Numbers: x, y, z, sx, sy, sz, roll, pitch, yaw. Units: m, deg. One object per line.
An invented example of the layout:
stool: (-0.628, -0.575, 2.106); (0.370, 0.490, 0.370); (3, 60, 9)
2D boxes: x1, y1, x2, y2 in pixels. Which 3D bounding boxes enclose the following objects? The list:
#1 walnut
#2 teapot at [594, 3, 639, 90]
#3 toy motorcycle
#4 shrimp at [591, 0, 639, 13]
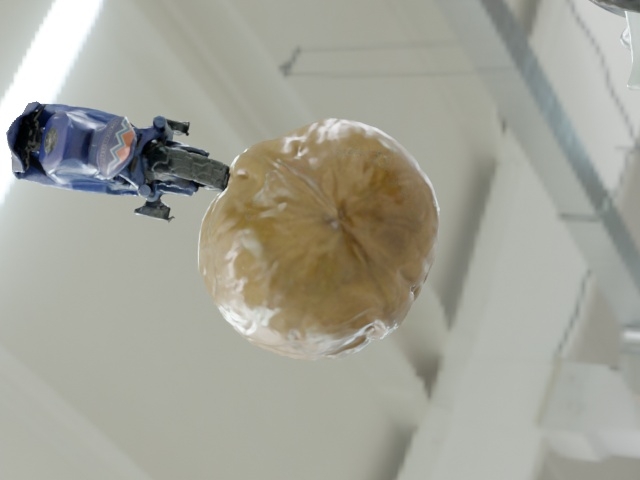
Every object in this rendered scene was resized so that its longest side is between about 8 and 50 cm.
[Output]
walnut: (0.000, 0.000, 1.192); (0.221, 0.195, 0.195); (122, 160, -76)
teapot: (0.279, -0.208, 1.005); (0.424, 0.252, 0.280); (-38, -55, -53)
toy motorcycle: (-0.156, -0.062, 1.069); (0.114, 0.205, 0.076); (15, -93, -42)
shrimp: (0.120, -0.188, 0.512); (0.085, 0.445, 0.272); (-21, -74, -75)
